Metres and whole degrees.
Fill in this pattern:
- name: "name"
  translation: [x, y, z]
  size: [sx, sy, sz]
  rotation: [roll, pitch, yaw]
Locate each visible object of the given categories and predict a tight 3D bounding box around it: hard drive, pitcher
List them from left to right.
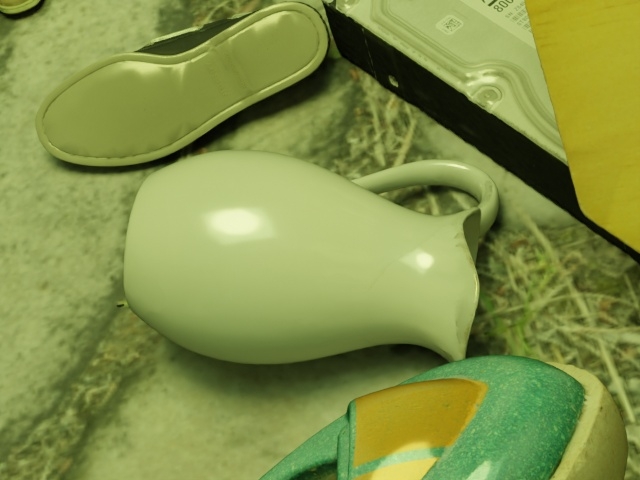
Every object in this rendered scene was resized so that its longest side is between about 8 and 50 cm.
- name: "pitcher"
  translation: [0.000, 0.000, 1.170]
  size: [0.207, 0.126, 0.178]
  rotation: [7, 35, 9]
- name: "hard drive"
  translation: [0.195, -0.133, 1.239]
  size: [0.237, 0.064, 0.339]
  rotation: [-40, 52, -15]

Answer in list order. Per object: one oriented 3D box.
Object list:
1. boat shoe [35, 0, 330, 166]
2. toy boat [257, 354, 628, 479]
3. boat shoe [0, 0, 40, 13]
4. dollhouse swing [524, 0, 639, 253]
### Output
- name: "boat shoe"
  translation: [-0.090, -0.104, 1.315]
  size: [0.206, 0.075, 0.065]
  rotation: [-21, 8, 7]
- name: "toy boat"
  translation: [0.029, 0.164, 0.921]
  size: [0.267, 0.148, 0.318]
  rotation: [-38, 20, 13]
- name: "boat shoe"
  translation: [-0.232, -0.223, 1.441]
  size: [0.050, 0.045, 0.135]
  rotation: [-18, 51, 2]
- name: "dollhouse swing"
  translation: [0.319, -0.174, 1.083]
  size: [0.305, 0.347, 0.315]
  rotation: [-13, 4, 43]
